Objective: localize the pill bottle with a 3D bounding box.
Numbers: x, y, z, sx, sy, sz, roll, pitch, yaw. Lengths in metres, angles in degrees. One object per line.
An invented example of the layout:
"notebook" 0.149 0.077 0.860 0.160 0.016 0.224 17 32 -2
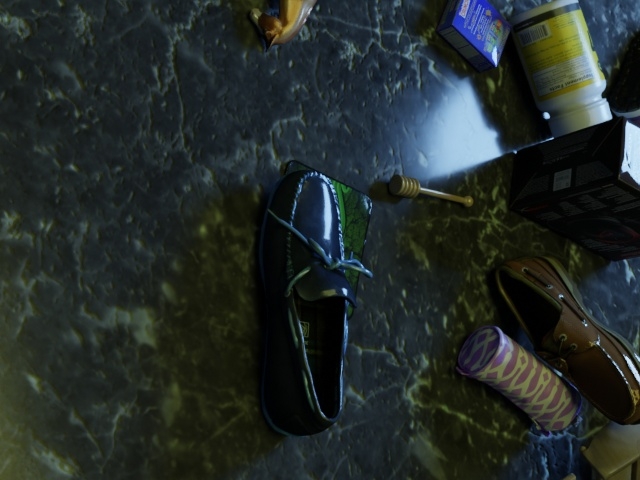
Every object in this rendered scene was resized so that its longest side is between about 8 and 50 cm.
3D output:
"pill bottle" 0.391 -0.279 1.817 0.119 0.119 0.209 -23 95 -39

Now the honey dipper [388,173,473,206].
"honey dipper" 0.167 -0.068 1.653 0.160 0.030 0.030 12 73 -40

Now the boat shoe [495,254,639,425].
"boat shoe" 0.360 0.151 1.646 0.104 0.111 0.307 -2 44 -40

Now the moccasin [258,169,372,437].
"moccasin" 0.003 0.075 1.425 0.137 0.117 0.342 4 79 -37

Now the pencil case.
"pencil case" 0.295 0.208 1.657 0.206 0.086 0.088 38 95 -25

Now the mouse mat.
"mouse mat" 0.000 0.000 1.518 0.152 0.007 0.190 23 65 -32

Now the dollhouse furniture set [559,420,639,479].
"dollhouse furniture set" 0.469 0.328 1.764 0.355 0.174 0.303 -29 140 -12

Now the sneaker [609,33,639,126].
"sneaker" 0.606 -0.280 2.017 0.283 0.107 0.124 -55 128 -29

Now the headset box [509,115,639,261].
"headset box" 0.481 -0.067 1.775 0.293 0.218 0.110 23 66 -31

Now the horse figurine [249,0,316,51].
"horse figurine" -0.016 -0.393 1.558 0.263 0.066 0.174 -35 96 -35

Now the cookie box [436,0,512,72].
"cookie box" 0.242 -0.333 1.762 0.107 0.040 0.092 38 59 -26
